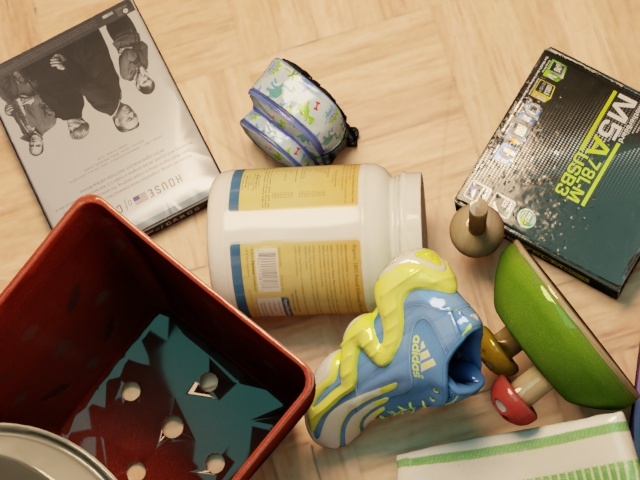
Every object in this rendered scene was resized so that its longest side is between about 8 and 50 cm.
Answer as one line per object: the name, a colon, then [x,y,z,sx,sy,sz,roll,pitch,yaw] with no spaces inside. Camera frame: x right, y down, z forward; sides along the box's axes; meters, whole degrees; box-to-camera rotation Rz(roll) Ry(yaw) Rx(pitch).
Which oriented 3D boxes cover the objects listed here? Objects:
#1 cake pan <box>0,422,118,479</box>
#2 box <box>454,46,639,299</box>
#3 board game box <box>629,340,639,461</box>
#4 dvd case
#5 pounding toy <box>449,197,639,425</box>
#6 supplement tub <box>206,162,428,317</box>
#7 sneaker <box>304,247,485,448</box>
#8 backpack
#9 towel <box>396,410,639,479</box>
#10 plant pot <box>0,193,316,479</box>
cake pan: [-0.274,0.295,1.337,0.293,0.054,0.293,-2,84,15]
box: [0.256,-0.068,1.608,0.184,0.045,0.191,30,80,16]
board game box: [0.464,0.158,1.521,0.346,0.056,0.208,8,80,9]
dvd case: [-0.222,-0.109,1.684,0.179,0.029,0.239,-27,74,-1]
pounding toy: [0.177,0.082,1.506,0.110,0.183,0.237,-39,87,6]
supplement tub: [0.000,0.000,1.567,0.199,0.144,0.144,-2,74,6]
sneaker: [0.071,0.128,1.490,0.091,0.240,0.126,-16,51,-43]
backpack: [-0.026,-0.118,1.619,0.105,0.114,0.084,38,82,14]
towel: [0.189,0.329,1.457,0.247,0.038,0.325,-15,69,26]
plant pot: [-0.164,0.160,1.488,0.267,0.236,0.267,38,87,15]
